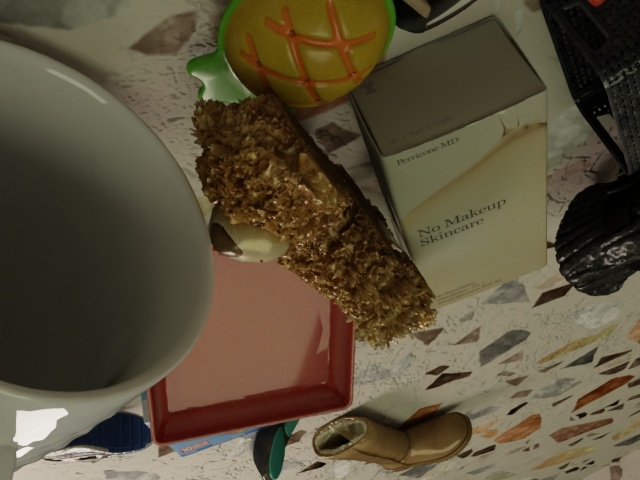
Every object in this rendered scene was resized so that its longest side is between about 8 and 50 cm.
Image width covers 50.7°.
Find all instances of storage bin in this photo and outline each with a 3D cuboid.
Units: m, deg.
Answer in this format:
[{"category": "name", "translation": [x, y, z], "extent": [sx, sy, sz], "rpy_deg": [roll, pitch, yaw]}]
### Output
[{"category": "storage bin", "translation": [0.292, -0.162, 0.644], "extent": [0.084, 0.122, 0.180], "rpy_deg": [-31, 143, 16]}]

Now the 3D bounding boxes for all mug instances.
[{"category": "mug", "translation": [-0.282, 0.093, 0.499], "extent": [0.276, 0.374, 0.328], "rpy_deg": [24, 133, -40]}]

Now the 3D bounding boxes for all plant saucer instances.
[{"category": "plant saucer", "translation": [-0.084, 0.108, 0.814], "extent": [0.258, 0.048, 0.259], "rpy_deg": [-7, 114, -17]}]

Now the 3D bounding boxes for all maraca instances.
[{"category": "maraca", "translation": [-0.025, -0.151, 0.534], "extent": [0.127, 0.099, 0.185], "rpy_deg": [26, 140, -34]}]

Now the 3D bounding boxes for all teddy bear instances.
[{"category": "teddy bear", "translation": [0.000, 0.000, 0.613], "extent": [0.113, 0.245, 0.338], "rpy_deg": [-37, 166, 9]}]

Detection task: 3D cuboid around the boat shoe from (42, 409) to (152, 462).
[{"category": "boat shoe", "translation": [-0.341, 0.297, 1.013], "extent": [0.183, 0.066, 0.066], "rpy_deg": [3, 145, -14]}]

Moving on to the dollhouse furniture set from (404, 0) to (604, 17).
[{"category": "dollhouse furniture set", "translation": [0.131, -0.229, 0.364], "extent": [0.135, 0.259, 0.262], "rpy_deg": [25, 128, -33]}]

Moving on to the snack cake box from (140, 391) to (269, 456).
[{"category": "snack cake box", "translation": [-0.109, 0.209, 0.976], "extent": [0.264, 0.089, 0.152], "rpy_deg": [-19, 146, -1]}]

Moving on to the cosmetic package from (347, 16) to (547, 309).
[{"category": "cosmetic package", "translation": [0.147, -0.060, 0.722], "extent": [0.160, 0.113, 0.309], "rpy_deg": [-23, 146, 5]}]

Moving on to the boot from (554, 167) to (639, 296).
[{"category": "boot", "translation": [0.454, -0.082, 0.809], "extent": [0.347, 0.131, 0.260], "rpy_deg": [-30, 169, -26]}]

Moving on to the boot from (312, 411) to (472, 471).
[{"category": "boot", "translation": [0.153, 0.396, 1.352], "extent": [0.236, 0.089, 0.269], "rpy_deg": [-34, 141, 19]}]

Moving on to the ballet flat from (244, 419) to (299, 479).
[{"category": "ballet flat", "translation": [-0.079, 0.303, 1.058], "extent": [0.074, 0.203, 0.074], "rpy_deg": [5, 114, 11]}]

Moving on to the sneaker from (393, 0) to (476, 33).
[{"category": "sneaker", "translation": [0.187, -0.245, 0.503], "extent": [0.162, 0.107, 0.281], "rpy_deg": [15, 131, -43]}]
